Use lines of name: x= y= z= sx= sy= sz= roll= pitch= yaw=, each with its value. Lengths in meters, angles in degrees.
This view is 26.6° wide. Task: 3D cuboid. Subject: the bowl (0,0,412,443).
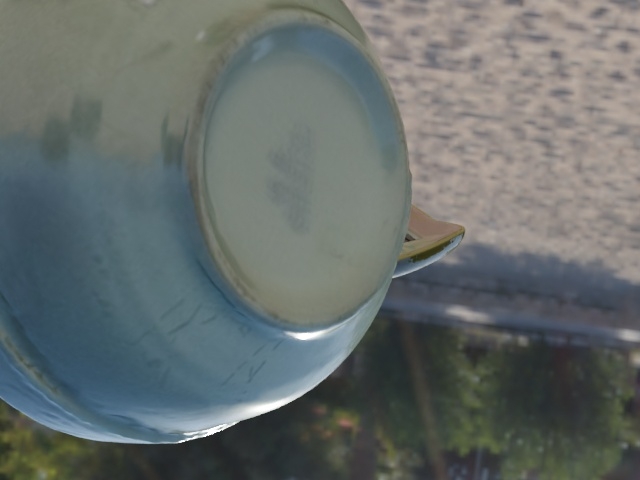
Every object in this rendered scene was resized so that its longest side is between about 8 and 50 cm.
bowl: x=-0.062 y=-0.036 z=0.749 sx=0.163 sy=0.307 sz=0.307 roll=0 pitch=171 yaw=43

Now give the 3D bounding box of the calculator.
calculator: x=0.000 y=0.000 z=1.194 sx=0.236 sy=0.033 sz=0.157 roll=-11 pitch=-149 yaw=-31
